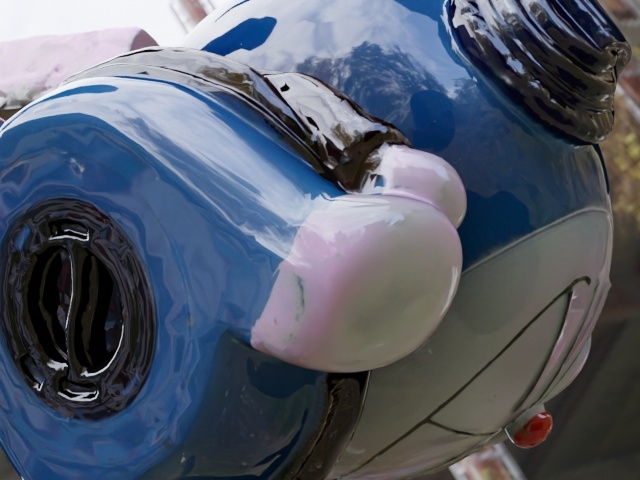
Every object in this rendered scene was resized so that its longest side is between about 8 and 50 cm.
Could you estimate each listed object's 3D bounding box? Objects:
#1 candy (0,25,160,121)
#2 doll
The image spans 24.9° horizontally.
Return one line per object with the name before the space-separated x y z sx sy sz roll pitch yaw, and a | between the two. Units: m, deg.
candy | -0.296 -0.142 1.623 0.265 0.116 0.155 -4 -35 19
doll | 0.000 0.000 0.620 0.284 0.240 0.310 -45 -17 32
